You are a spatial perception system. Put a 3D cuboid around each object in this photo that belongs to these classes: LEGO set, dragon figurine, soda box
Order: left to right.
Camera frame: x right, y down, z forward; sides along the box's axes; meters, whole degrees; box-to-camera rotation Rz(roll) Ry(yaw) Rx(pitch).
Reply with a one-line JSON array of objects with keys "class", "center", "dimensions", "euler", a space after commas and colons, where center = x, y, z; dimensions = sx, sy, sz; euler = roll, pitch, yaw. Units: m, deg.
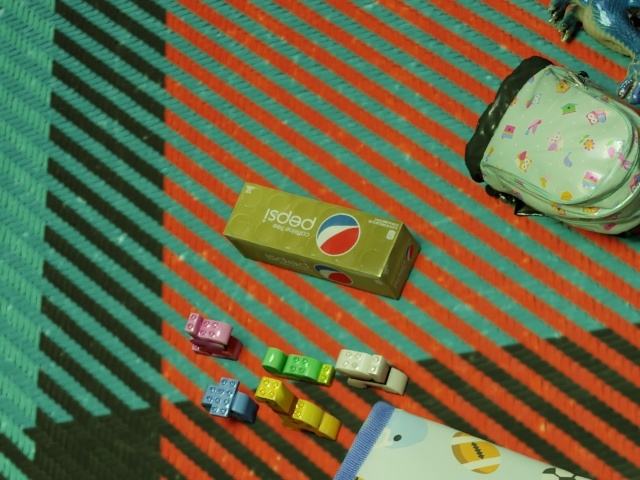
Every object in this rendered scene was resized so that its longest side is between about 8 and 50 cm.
[{"class": "LEGO set", "center": [-0.046, 0.129, 1.782], "dimensions": [0.227, 0.093, 0.087], "euler": [9, 69, 26]}, {"class": "soda box", "center": [0.000, 0.000, 1.851], "dimensions": [0.181, 0.058, 0.061], "euler": [15, 71, 28]}, {"class": "dragon figurine", "center": [0.310, -0.256, 1.834], "dimensions": [0.144, 0.085, 0.289], "euler": [10, 73, 24]}]

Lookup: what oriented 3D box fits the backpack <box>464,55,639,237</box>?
[{"class": "backpack", "center": [0.230, -0.078, 1.746], "dimensions": [0.182, 0.115, 0.152], "euler": [33, 98, 37]}]

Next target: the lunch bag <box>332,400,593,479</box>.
[{"class": "lunch bag", "center": [0.104, 0.366, 1.448], "dimensions": [0.328, 0.239, 0.385], "euler": [16, 46, 19]}]
